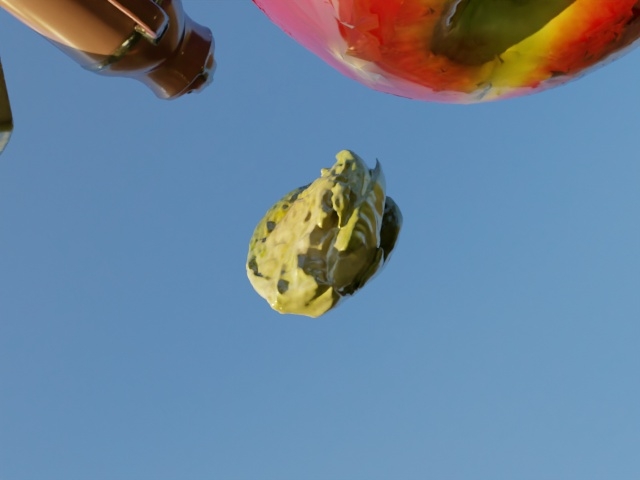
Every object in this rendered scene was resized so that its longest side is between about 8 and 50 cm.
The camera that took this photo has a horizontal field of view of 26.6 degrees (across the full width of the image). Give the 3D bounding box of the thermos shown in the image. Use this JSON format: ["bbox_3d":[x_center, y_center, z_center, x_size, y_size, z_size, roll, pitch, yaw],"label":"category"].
[{"bbox_3d":[-0.201,-0.223,1.081,0.136,0.109,0.330,-17,-42,41],"label":"thermos"}]

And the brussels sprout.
[{"bbox_3d":[0.001,0.003,1.168,0.139,0.181,0.100,-19,-48,26],"label":"brussels sprout"}]

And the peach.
[{"bbox_3d":[0.043,-0.166,0.476,0.190,0.226,0.196,0,-34,-26],"label":"peach"}]

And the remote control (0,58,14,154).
[{"bbox_3d":[-0.308,-0.208,1.148,0.038,0.285,0.123,-6,-13,-28],"label":"remote control"}]
